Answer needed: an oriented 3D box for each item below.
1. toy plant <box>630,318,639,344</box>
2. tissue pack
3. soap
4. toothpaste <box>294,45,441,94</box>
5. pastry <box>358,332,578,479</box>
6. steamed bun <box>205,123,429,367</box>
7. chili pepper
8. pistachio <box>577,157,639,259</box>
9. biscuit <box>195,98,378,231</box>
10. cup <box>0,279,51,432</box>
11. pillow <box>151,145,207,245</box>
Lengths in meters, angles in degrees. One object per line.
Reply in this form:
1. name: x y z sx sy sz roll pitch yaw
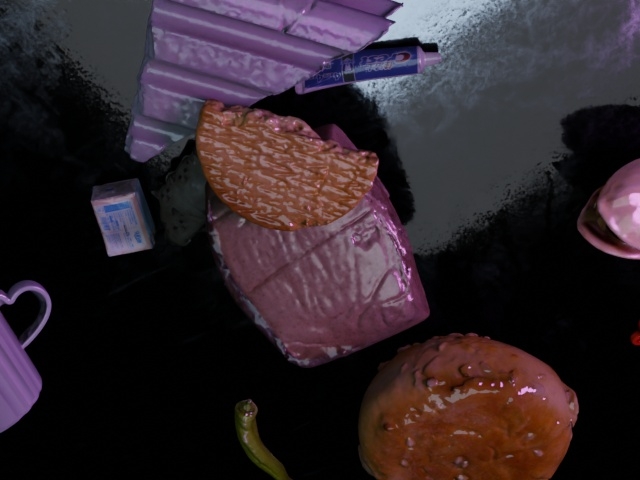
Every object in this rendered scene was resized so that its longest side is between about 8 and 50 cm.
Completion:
1. toy plant: 0.556 0.083 1.648 0.154 0.088 0.240 -2 145 -16
2. tissue pack: -0.276 -0.034 1.616 0.074 0.059 0.094 -10 119 4
3. soap: -0.076 -0.208 1.454 0.302 0.159 0.258 15 114 -2
4. toothpaste: 0.060 -0.230 1.520 0.197 0.035 0.057 -6 100 6
5. pastry: 0.210 0.250 1.695 0.315 0.184 0.285 -3 125 1
6. steamed bun: 0.000 0.000 1.554 0.251 0.199 0.301 -24 100 18
7. chili pepper: -0.095 0.326 1.826 0.049 0.043 0.208 -31 122 -12
8. pistachio: 0.455 -0.039 1.543 0.229 0.157 0.157 -6 120 -18
9. biscuit: -0.048 -0.082 1.410 0.224 0.033 0.145 16 115 1
10. cup: -0.492 0.163 1.668 0.221 0.167 0.202 -20 120 13
11. pillow: -0.158 -0.089 1.589 0.093 0.051 0.241 35 116 -17
